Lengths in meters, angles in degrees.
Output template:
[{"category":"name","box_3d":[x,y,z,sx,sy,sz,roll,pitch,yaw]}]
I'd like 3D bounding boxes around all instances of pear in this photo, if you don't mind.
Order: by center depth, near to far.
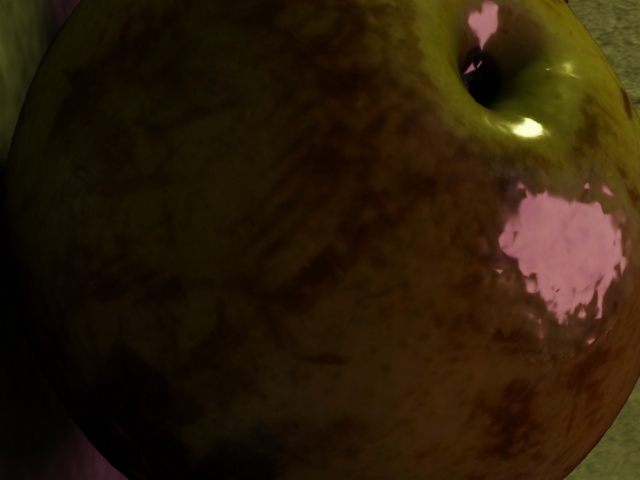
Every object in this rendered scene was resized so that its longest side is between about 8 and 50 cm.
[{"category":"pear","box_3d":[0.000,0.000,0.747,0.283,0.284,0.283,0,90,-80]}]

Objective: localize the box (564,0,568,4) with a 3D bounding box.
[{"category":"box","box_3d":[0.056,-0.214,0.962,0.274,0.178,0.138,56,-21,-20]}]
